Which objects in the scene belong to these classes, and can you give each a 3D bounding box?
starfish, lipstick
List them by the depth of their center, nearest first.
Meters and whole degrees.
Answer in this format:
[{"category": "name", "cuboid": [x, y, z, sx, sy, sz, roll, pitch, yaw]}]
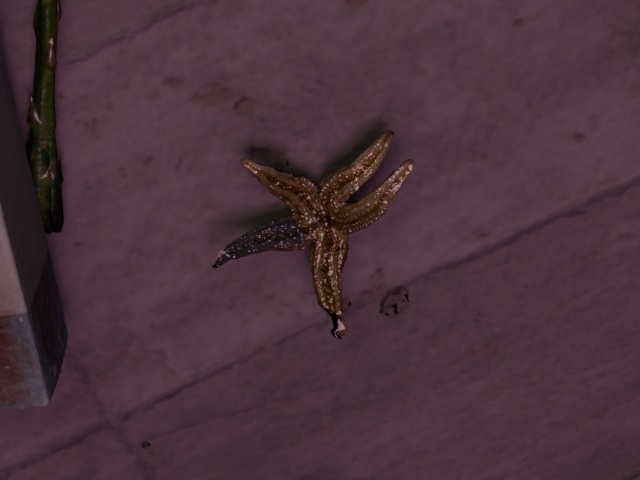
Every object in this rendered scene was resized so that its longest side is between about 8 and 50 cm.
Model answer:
[{"category": "lipstick", "cuboid": [-0.214, -0.073, 0.869, 0.076, 0.080, 0.371, -4, 123, 5]}, {"category": "starfish", "cuboid": [-0.002, -0.002, 0.988, 0.133, 0.041, 0.130, -10, 115, 2]}]

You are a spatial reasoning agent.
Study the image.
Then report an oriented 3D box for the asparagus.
[{"category": "asparagus", "cuboid": [-0.158, -0.103, 0.905, 0.022, 0.023, 0.233, -34, 139, -46]}]
